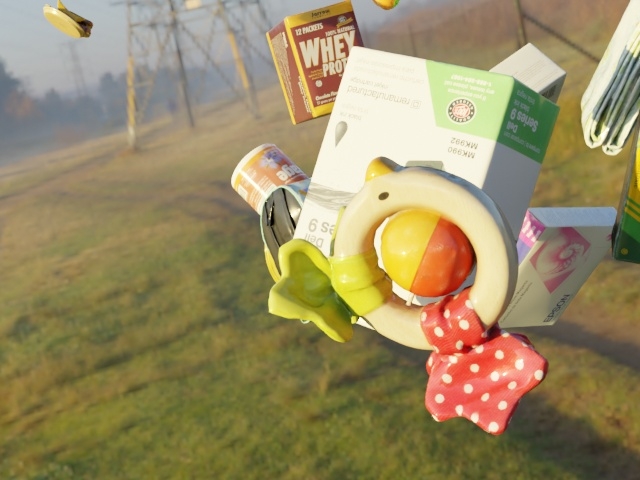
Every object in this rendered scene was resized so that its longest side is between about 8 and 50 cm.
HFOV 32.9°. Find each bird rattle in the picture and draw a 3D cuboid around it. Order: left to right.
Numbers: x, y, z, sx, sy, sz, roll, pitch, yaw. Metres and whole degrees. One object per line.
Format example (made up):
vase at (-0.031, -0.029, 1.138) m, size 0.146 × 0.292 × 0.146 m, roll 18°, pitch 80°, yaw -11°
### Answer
bird rattle at (0.088, 0.041, 0.944) m, size 0.253 × 0.207 × 0.143 m, roll 30°, pitch 32°, yaw 22°

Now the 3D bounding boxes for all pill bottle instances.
pill bottle at (-0.063, -0.080, 2.129) m, size 0.121 × 0.216 × 0.121 m, roll -41°, pitch -17°, yaw -16°

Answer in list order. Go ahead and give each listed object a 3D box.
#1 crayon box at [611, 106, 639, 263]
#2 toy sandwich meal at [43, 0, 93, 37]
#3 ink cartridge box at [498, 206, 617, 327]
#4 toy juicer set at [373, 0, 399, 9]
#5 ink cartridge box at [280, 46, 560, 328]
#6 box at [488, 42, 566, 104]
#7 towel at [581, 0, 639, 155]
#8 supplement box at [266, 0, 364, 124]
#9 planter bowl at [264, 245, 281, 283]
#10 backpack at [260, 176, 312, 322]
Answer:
crayon box at (0.493, -0.055, 1.157) m, size 0.323 × 0.203 × 0.083 m, roll 10°, pitch 21°, yaw 11°
toy sandwich meal at (-0.404, -0.355, 1.739) m, size 0.029 × 0.085 × 0.085 m, roll -60°, pitch 25°, yaw -13°
ink cartridge box at (0.445, 0.064, 2.318) m, size 0.330 × 0.324 × 0.071 m, roll -2°, pitch 47°, yaw -32°
toy juicer set at (0.066, -0.562, 1.983) m, size 0.089 × 0.329 × 0.209 m, roll -34°, pitch -26°, yaw 1°
ink cartridge box at (0.103, -0.041, 1.167) m, size 0.211 × 0.289 × 0.121 m, roll 18°, pitch 1°, yaw 35°
box at (0.332, -0.247, 1.785) m, size 0.101 × 0.087 × 0.102 m, roll -36°, pitch -23°, yaw -21°
towel at (0.579, -0.345, 1.998) m, size 0.090 × 0.320 × 0.374 m, roll 27°, pitch 24°, yaw 2°
supplement box at (0.001, -0.335, 2.067) m, size 0.129 × 0.191 × 0.194 m, roll -18°, pitch 5°, yaw -13°
planter bowl at (0.013, 0.014, 1.907) m, size 0.217 × 0.217 × 0.090 m, roll -13°, pitch 4°, yaw -6°
backpack at (0.000, 0.000, 1.576) m, size 0.144 × 0.188 × 0.166 m, roll -27°, pitch -17°, yaw -30°
